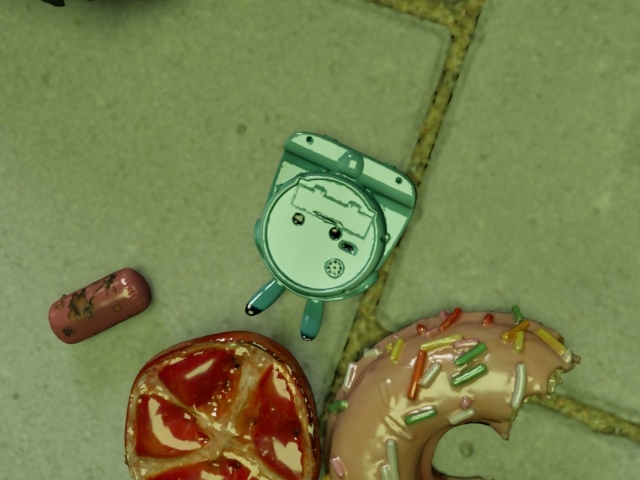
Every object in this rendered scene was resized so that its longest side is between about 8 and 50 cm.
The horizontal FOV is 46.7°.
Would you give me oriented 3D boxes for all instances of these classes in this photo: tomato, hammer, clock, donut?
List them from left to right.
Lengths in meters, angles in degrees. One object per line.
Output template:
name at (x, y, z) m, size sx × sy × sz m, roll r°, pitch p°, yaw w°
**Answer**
hammer at (-0.175, 0.051, 0.589) m, size 0.083 × 0.043 × 0.043 m, roll -26°, pitch 90°, yaw 11°
tomato at (-0.069, 0.139, 0.563) m, size 0.156 × 0.069 × 0.155 m, roll 1°, pitch 98°, yaw 9°
clock at (0.000, 0.000, 0.557) m, size 0.108 × 0.045 × 0.147 m, roll 25°, pitch 97°, yaw 7°
donut at (0.095, 0.168, 0.536) m, size 0.199 × 0.085 × 0.233 m, roll -8°, pitch 91°, yaw 10°

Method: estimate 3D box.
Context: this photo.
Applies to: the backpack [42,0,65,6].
backpack at (-0.221, -0.266, 0.497) m, size 0.253 × 0.207 × 0.140 m, roll 10°, pitch 60°, yaw 16°
